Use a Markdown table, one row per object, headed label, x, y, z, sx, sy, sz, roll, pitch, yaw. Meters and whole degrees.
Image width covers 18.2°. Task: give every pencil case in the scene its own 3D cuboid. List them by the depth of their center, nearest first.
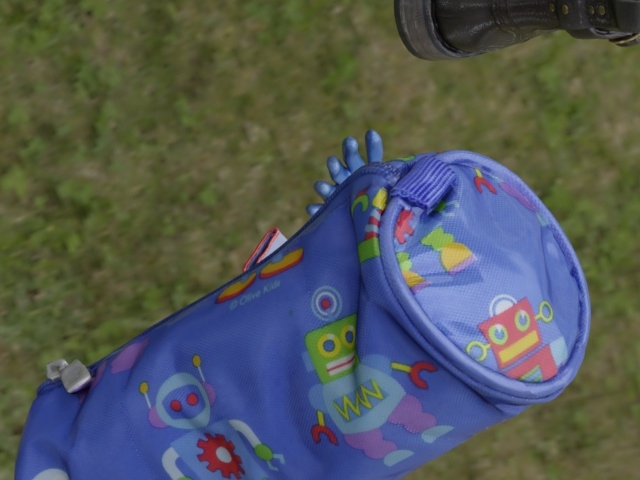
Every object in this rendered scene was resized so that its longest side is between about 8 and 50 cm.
| label | x | y | z | sx | sy | sz | roll | pitch | yaw |
| --- | --- | --- | --- | --- | --- | --- | --- | --- | --- |
| pencil case | -0.021 | 0.067 | 0.931 | 0.133 | 0.306 | 0.119 | 50 | 39 | -9 |

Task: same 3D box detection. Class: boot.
| label | x | y | z | sx | sy | sz | roll | pitch | yaw |
| --- | --- | --- | --- | --- | --- | --- | --- | --- | --- |
| boot | 0.197 | -0.165 | 1.227 | 0.263 | 0.229 | 0.091 | -32 | 113 | -39 |

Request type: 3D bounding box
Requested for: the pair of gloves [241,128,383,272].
| label | x | y | z | sx | sy | sz | roll | pitch | yaw |
| --- | --- | --- | --- | --- | --- | --- | --- | --- | --- |
| pair of gloves | 0.000 | 0.000 | 1.714 | 0.198 | 0.023 | 0.159 | -55 | 155 | -8 |
